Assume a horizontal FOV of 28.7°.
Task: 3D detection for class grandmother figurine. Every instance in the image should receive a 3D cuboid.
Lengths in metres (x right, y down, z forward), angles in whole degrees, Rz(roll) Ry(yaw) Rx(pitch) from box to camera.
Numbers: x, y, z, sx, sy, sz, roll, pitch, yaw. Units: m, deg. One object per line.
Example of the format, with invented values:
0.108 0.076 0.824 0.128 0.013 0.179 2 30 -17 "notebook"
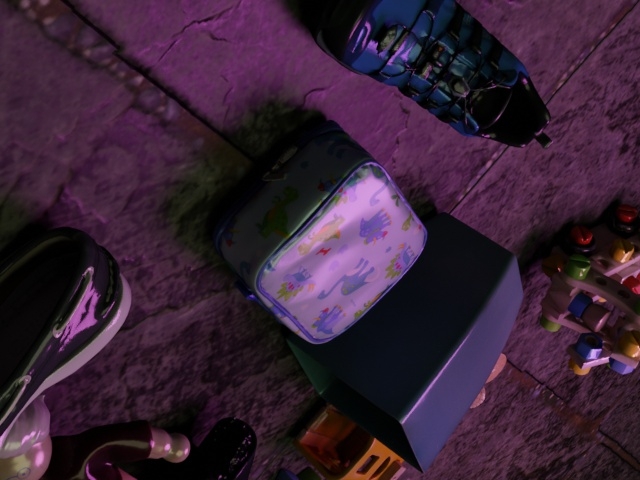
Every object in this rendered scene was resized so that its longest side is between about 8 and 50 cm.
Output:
-0.212 0.235 1.137 0.208 0.104 0.342 -41 134 -2 "grandmother figurine"

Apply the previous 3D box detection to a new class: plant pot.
0.114 0.100 1.399 0.234 0.165 0.166 -48 151 -15 "plant pot"

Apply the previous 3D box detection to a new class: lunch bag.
0.000 0.000 1.202 0.176 0.090 0.219 -46 150 -3 "lunch bag"

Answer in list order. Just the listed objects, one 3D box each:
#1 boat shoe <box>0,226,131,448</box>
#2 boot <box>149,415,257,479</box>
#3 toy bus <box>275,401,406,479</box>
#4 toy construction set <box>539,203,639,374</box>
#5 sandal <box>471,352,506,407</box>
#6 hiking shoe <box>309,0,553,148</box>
-0.278 0.111 0.972 0.302 0.114 0.091 -52 155 -15 "boat shoe"
-0.174 0.307 1.340 0.246 0.094 0.207 -29 145 -28 "boot"
0.057 0.260 1.564 0.202 0.104 0.191 -25 143 -32 "toy bus"
0.420 0.069 1.685 0.327 0.215 0.151 -8 133 -47 "toy construction set"
0.198 0.186 1.678 0.240 0.079 0.088 3 123 -53 "sandal"
0.113 -0.164 1.109 0.304 0.132 0.113 10 118 -55 "hiking shoe"
